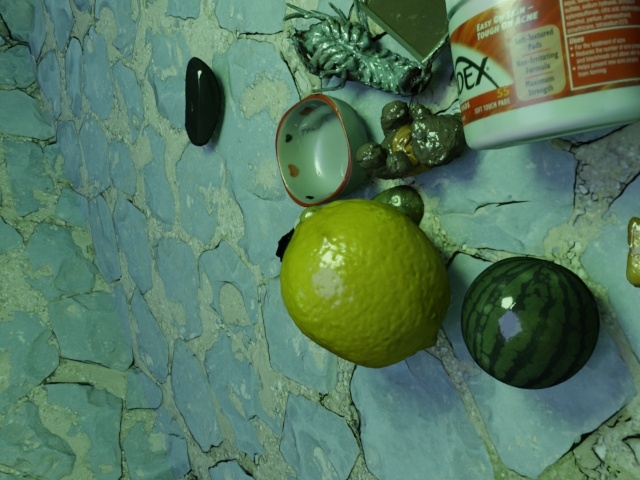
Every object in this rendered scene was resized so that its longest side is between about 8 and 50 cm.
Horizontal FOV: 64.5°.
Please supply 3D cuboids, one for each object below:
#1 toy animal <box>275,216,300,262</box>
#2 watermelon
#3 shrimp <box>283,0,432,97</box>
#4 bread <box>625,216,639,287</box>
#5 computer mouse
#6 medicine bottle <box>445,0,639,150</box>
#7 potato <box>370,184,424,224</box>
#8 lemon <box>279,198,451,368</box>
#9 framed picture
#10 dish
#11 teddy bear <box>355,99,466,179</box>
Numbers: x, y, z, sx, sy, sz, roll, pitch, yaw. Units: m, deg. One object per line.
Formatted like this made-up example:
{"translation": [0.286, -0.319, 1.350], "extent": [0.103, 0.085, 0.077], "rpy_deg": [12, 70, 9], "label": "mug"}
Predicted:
{"translation": [0.000, 0.000, 1.203], "extent": [0.138, 0.166, 0.179], "rpy_deg": [51, 119, 27], "label": "toy animal"}
{"translation": [0.330, 0.132, 0.817], "extent": [0.212, 0.212, 0.212], "rpy_deg": [11, 106, 46], "label": "watermelon"}
{"translation": [0.058, -0.392, 1.059], "extent": [0.410, 0.166, 0.221], "rpy_deg": [35, 89, 22], "label": "shrimp"}
{"translation": [0.523, 0.020, 0.672], "extent": [0.211, 0.083, 0.113], "rpy_deg": [5, 96, 47], "label": "bread"}
{"translation": [-0.353, -0.418, 1.541], "extent": [0.137, 0.086, 0.269], "rpy_deg": [48, 138, 41], "label": "computer mouse"}
{"translation": [0.316, -0.264, 0.711], "extent": [0.252, 0.252, 0.240], "rpy_deg": [-5, 96, 48], "label": "medicine bottle"}
{"translation": [0.135, -0.047, 1.107], "extent": [0.198, 0.054, 0.119], "rpy_deg": [-20, 85, 48], "label": "potato"}
{"translation": [0.084, 0.084, 0.987], "extent": [0.336, 0.336, 0.336], "rpy_deg": [11, 106, 46], "label": "lemon"}
{"translation": [0.220, -0.479, 0.890], "extent": [0.289, 0.016, 0.213], "rpy_deg": [-48, 62, 20], "label": "framed picture"}
{"translation": [0.017, -0.202, 1.156], "extent": [0.256, 0.117, 0.256], "rpy_deg": [10, 104, 46], "label": "dish"}
{"translation": [0.187, -0.184, 0.971], "extent": [0.190, 0.177, 0.140], "rpy_deg": [-1, 141, 48], "label": "teddy bear"}
